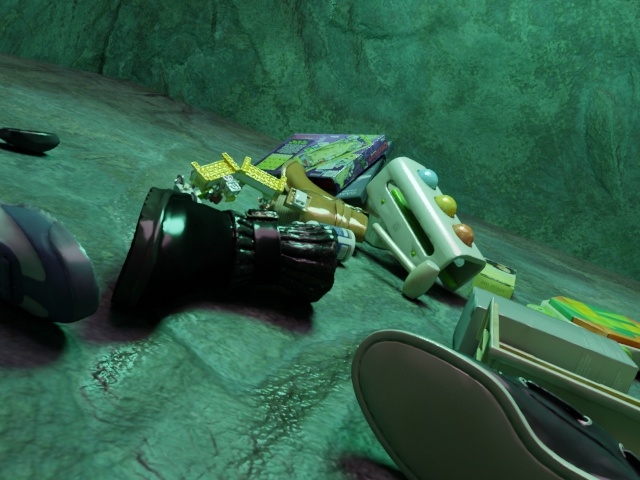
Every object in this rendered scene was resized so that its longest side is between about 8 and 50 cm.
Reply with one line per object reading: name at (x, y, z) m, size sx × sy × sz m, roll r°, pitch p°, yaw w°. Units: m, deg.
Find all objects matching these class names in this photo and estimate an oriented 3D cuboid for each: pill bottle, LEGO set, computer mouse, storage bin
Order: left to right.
computer mouse at (-0.616, -0.194, 1.182) m, size 0.242 × 0.041 × 0.071 m, roll 3°, pitch 11°, yaw -32°
LEGO set at (-0.166, -0.086, 1.240) m, size 0.287 × 0.107 × 0.132 m, roll -1°, pitch 52°, yaw -39°
pill bottle at (0.000, 0.000, 1.205) m, size 0.120 × 0.067 × 0.067 m, roll 13°, pitch 14°, yaw -28°
storage bin at (0.303, 0.192, 0.738) m, size 0.262 × 0.123 × 0.260 m, roll 22°, pitch 13°, yaw 12°

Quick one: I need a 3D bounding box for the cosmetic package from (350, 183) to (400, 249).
cosmetic package at (0.142, -0.082, 1.619) m, size 0.153 × 0.129 × 0.296 m, roll 10°, pitch 15°, yaw -30°

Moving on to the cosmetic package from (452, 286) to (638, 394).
cosmetic package at (0.321, 0.164, 0.936) m, size 0.238 × 0.107 × 0.127 m, roll 19°, pitch 13°, yaw 10°

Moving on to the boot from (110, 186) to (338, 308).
boot at (-0.102, 0.022, 0.816) m, size 0.260 × 0.131 × 0.348 m, roll 18°, pitch 12°, yaw -6°

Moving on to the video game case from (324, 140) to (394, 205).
video game case at (0.057, -0.166, 1.600) m, size 0.196 × 0.026 × 0.274 m, roll -4°, pitch 35°, yaw 28°

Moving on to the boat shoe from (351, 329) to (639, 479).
boat shoe at (0.183, 0.189, 0.563) m, size 0.340 × 0.127 × 0.113 m, roll 28°, pitch 14°, yaw 26°

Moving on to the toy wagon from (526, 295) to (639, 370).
toy wagon at (0.537, 0.183, 1.247) m, size 0.345 × 0.068 × 0.267 m, roll 18°, pitch 13°, yaw -9°

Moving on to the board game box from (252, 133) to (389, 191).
board game box at (-0.015, -0.210, 1.651) m, size 0.347 × 0.208 × 0.056 m, roll 12°, pitch -41°, yaw 48°

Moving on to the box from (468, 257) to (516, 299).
box at (0.389, 0.093, 1.422) m, size 0.087 × 0.058 × 0.232 m, roll 23°, pitch 14°, yaw 13°

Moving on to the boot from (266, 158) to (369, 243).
boot at (0.005, -0.087, 1.417) m, size 0.220 × 0.109 × 0.283 m, roll 13°, pitch 22°, yaw -1°

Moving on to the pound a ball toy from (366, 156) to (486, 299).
pound a ball toy at (0.208, -0.032, 1.276) m, size 0.208 × 0.136 × 0.319 m, roll 18°, pitch 37°, yaw -46°

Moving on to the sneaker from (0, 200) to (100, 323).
sneaker at (-0.357, 0.009, 0.605) m, size 0.319 × 0.112 × 0.131 m, roll 22°, pitch 30°, yaw 24°
